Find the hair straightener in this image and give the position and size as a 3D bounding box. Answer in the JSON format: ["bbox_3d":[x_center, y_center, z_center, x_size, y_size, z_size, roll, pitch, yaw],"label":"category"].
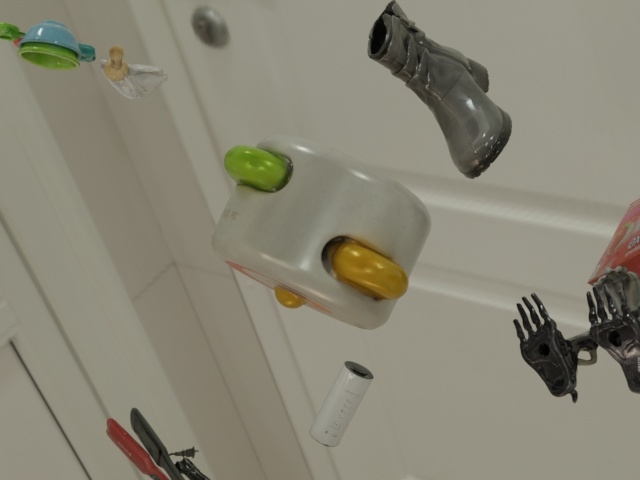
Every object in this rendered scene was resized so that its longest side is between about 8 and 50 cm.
[{"bbox_3d":[-0.201,0.309,1.460,0.089,0.047,0.230,-23,45,-40],"label":"hair straightener"}]

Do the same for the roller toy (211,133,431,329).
[{"bbox_3d":[0.000,0.000,1.016,0.209,0.191,0.146,24,83,13],"label":"roller toy"}]

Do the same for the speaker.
[{"bbox_3d":[0.034,0.265,1.690,0.055,0.136,0.055,24,15,-7],"label":"speaker"}]

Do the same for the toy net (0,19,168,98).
[{"bbox_3d":[-0.275,-0.203,1.220,0.122,0.232,0.045,1,81,31],"label":"toy net"}]

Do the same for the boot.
[{"bbox_3d":[0.171,-0.244,1.658,0.118,0.223,0.338,-49,24,22],"label":"boot"}]

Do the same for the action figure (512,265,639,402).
[{"bbox_3d":[0.303,0.075,0.883,0.164,0.276,0.140,-25,66,47],"label":"action figure"}]

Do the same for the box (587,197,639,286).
[{"bbox_3d":[0.421,-0.001,1.140,0.123,0.257,0.128,34,69,-1],"label":"box"}]
